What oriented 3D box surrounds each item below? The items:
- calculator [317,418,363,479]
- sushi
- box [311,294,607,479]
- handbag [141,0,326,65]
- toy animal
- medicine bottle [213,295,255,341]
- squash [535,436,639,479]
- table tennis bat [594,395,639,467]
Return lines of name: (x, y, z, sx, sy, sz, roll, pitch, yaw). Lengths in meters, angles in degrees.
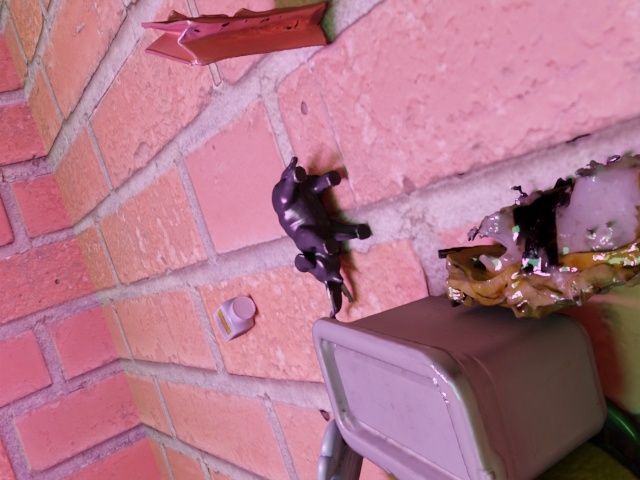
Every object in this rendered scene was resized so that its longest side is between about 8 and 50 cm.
calculator: (0.034, 0.335, 0.878, 0.042, 0.184, 0.295, 10, 153, 14)
sushi: (0.216, 0.001, 0.547, 0.291, 0.139, 0.131, -22, 81, 59)
box: (0.141, 0.152, 0.654, 0.312, 0.182, 0.175, -1, 107, 67)
handbag: (-0.111, -0.280, 0.795, 0.157, 0.212, 0.059, 27, 128, 47)
toy animal: (0.006, 0.001, 0.904, 0.137, 0.082, 0.269, -11, 102, 60)
medicine bottle: (-0.182, 0.163, 1.284, 0.074, 0.055, 0.118, 63, 146, 12)
squash: (0.165, 0.371, 0.575, 0.310, 0.309, 0.310, 168, 90, -74)
table tennis bat: (0.298, 0.282, 0.669, 0.160, 0.039, 0.257, 15, 118, 57)
